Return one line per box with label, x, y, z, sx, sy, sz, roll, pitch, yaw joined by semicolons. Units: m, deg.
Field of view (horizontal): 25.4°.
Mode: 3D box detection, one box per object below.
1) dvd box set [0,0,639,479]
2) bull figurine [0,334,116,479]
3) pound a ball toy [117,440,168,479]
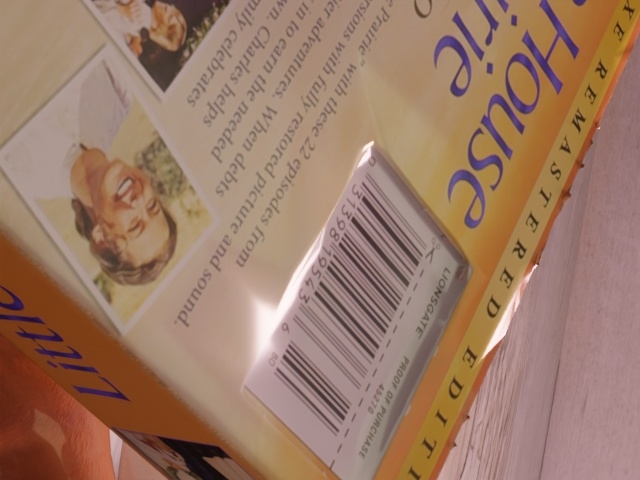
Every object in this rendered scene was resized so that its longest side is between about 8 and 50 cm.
dvd box set;-0.046;-0.138;0.399;0.420;0.062;0.308;48;58;-36
bull figurine;-0.164;0.130;0.682;0.188;0.101;0.310;-21;92;-39
pound a ball toy;-0.151;0.198;0.854;0.208;0.135;0.319;143;-45;-80
